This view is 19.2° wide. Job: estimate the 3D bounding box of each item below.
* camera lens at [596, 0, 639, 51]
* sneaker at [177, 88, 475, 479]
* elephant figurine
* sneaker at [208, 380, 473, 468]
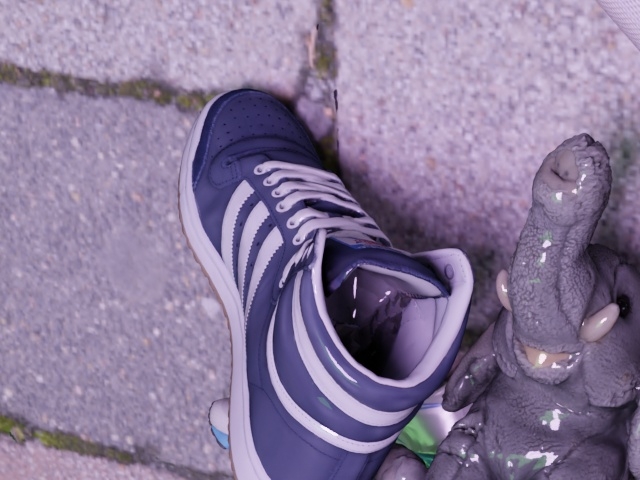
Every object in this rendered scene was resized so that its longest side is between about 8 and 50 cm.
[{"bbox_3d":[0.194,-0.166,0.751,0.274,0.219,0.219,46,129,-13],"label":"camera lens"},{"bbox_3d":[0.000,0.000,1.009,0.153,0.099,0.282,122,145,-47],"label":"sneaker"},{"bbox_3d":[0.135,0.077,1.009,0.169,0.186,0.239,21,91,-13],"label":"elephant figurine"},{"bbox_3d":[0.020,0.095,1.141,0.190,0.071,0.083,2,104,23],"label":"sneaker"}]
